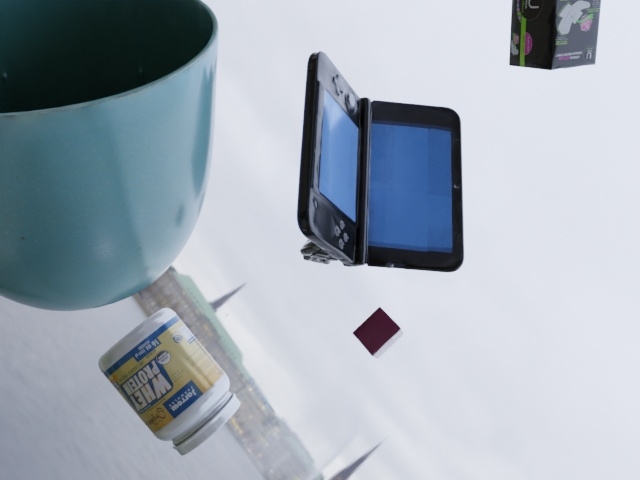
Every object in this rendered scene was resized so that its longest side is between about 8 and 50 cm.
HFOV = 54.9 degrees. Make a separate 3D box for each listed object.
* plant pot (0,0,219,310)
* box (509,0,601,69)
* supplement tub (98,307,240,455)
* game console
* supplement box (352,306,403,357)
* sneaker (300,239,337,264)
[{"bbox_3d":[-0.233,-0.080,0.560,0.293,0.293,0.235,42,-37,36],"label":"plant pot"},{"bbox_3d":[0.210,-0.200,0.553,0.062,0.052,0.083,-139,-138,-62],"label":"box"},{"bbox_3d":[-0.237,0.224,0.982,0.199,0.144,0.144,50,-17,-1],"label":"supplement tub"},{"bbox_3d":[0.100,-0.117,0.926,0.173,0.293,0.250,-7,-22,25],"label":"game console"},{"bbox_3d":[0.081,0.130,0.860,0.043,0.055,0.083,47,-3,17],"label":"supplement box"},{"bbox_3d":[0.000,0.000,1.600,0.101,0.106,0.267,13,-6,-6],"label":"sneaker"}]
